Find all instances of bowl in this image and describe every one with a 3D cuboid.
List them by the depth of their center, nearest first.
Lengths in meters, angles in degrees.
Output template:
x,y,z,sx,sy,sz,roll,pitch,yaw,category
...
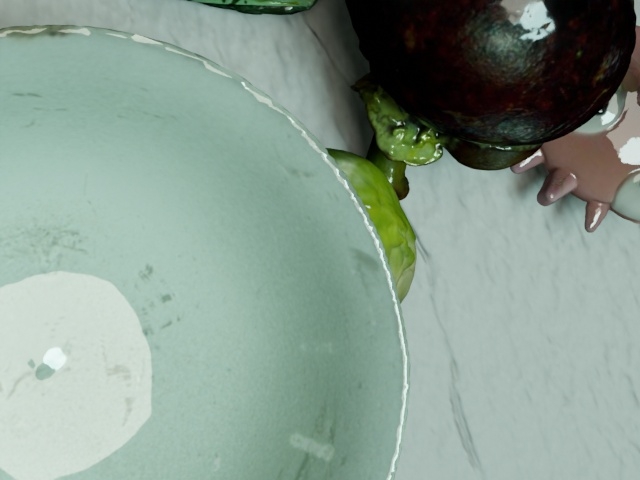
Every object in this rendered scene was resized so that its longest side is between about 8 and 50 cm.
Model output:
x,y,z,sx,sy,sz,roll,pitch,yaw,category
-0.176,0.091,0.690,0.434,0.196,0.435,0,90,-19,bowl

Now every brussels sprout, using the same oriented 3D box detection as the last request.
x,y,z,sx,sy,sz,roll,pitch,yaw,category
0.000,-0.003,0.801,0.155,0.117,0.155,-6,122,-10,brussels sprout

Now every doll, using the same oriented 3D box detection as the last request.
x,y,z,sx,sy,sz,roll,pitch,yaw,category
0.256,-0.117,0.909,0.211,0.093,0.262,-37,90,-5,doll

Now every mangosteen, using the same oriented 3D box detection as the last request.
x,y,z,sx,sy,sz,roll,pitch,yaw,category
0.104,-0.145,0.792,0.231,0.231,0.289,32,109,-18,mangosteen

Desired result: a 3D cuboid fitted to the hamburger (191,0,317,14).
x,y,z,sx,sy,sz,roll,pitch,yaw,category
-0.038,-0.281,0.782,0.235,0.125,0.214,4,98,-7,hamburger
